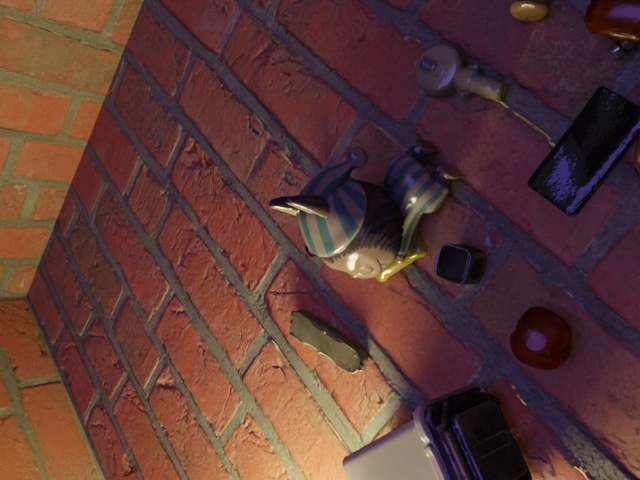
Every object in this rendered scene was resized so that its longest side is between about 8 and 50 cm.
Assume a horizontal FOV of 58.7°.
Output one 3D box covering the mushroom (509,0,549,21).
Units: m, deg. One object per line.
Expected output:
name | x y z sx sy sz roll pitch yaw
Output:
mushroom | 0.458 -0.598 1.209 0.108 0.096 0.247 1 92 16

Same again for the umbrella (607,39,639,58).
umbrella | 0.631 -0.425 1.077 0.188 0.050 0.046 -42 34 34

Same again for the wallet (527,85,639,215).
wallet | 0.541 -0.180 1.159 0.124 0.025 0.244 46 118 32

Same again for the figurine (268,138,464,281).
figurine | 0.089 -0.074 1.320 0.266 0.377 0.361 52 121 30

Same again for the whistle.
whistle | 0.318 -0.385 1.338 0.258 0.067 0.126 34 111 34

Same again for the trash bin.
trash bin | 0.247 0.520 1.253 0.367 0.255 0.296 -40 65 39

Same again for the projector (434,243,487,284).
projector | 0.321 0.054 1.303 0.083 0.082 0.083 20 101 41

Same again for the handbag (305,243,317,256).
handbag | 0.000 0.000 1.605 0.139 0.072 0.115 -29 71 50

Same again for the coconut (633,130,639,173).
coconut | 0.643 -0.156 0.942 0.230 0.227 0.227 48 118 26

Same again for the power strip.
power strip | 0.021 0.281 1.577 0.285 0.048 0.080 27 107 39

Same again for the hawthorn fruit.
hawthorn fruit | 0.453 0.200 1.165 0.128 0.128 0.128 -2 87 41

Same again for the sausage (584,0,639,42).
sausage | 0.643 -0.378 0.994 0.348 0.094 0.097 23 107 23
